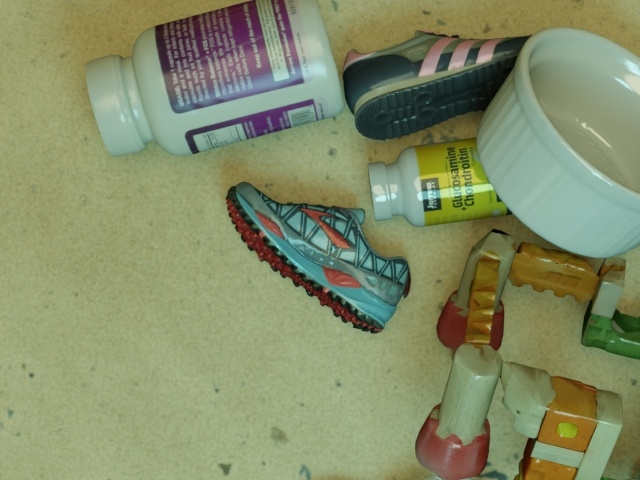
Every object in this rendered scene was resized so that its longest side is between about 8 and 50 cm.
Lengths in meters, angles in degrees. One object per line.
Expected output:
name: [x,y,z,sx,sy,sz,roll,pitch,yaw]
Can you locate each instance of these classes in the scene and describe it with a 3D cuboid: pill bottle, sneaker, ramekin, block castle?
pill bottle: [-0.133,-0.202,1.800,0.301,0.169,0.169,-14,84,1]
sneaker: [0.181,-0.230,1.827,0.319,0.112,0.131,-12,53,-10]
pill bottle: [0.155,-0.072,1.808,0.184,0.103,0.103,-8,84,2]
ramekin: [0.321,-0.111,1.721,0.277,0.277,0.135,43,131,5]
sneaker: [0.000,0.000,1.825,0.262,0.104,0.125,38,73,-1]
block castle: [0.353,0.190,1.681,0.453,0.303,0.213,13,128,3]

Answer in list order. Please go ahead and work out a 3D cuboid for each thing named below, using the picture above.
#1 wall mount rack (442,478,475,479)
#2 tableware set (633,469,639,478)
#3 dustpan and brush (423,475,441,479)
wall mount rack: [0.145,0.442,1.635,0.130,0.350,0.304,31,92,-25]
tableware set: [0.397,0.355,1.778,0.168,0.020,0.141,-30,74,18]
dustpan and brush: [0.059,0.350,1.795,0.211,0.060,0.147,-31,84,-1]
